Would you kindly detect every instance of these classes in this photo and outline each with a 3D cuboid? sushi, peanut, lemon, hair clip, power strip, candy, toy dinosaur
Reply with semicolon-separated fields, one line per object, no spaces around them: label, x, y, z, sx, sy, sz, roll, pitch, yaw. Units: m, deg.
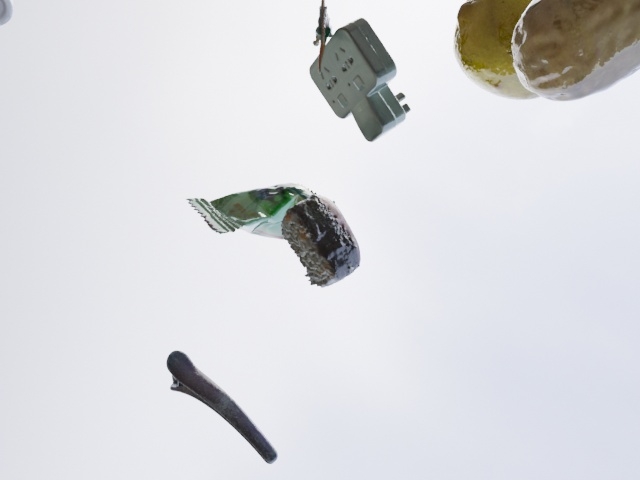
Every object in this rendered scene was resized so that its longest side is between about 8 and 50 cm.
sushi;0.000;0.000;1.389;0.136;0.126;0.225;-29;-95;54
peanut;0.286;-0.211;0.490;0.236;0.120;0.110;-27;-110;19
lemon;0.428;-0.439;1.210;0.260;0.284;0.261;-32;-143;29
hair clip;-0.175;0.289;0.956;0.275;0.048;0.083;28;-55;36
power strip;0.118;-0.393;1.391;0.261;0.141;0.229;56;-25;-2
candy;-0.177;-0.089;1.651;0.262;0.397;0.172;21;-71;51
toy dinosaur;0.007;-0.496;1.292;0.044;0.106;0.188;10;-119;-1

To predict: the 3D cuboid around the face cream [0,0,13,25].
face cream;-0.292;-0.228;0.492;0.034;0.034;0.130;-48;-135;14
